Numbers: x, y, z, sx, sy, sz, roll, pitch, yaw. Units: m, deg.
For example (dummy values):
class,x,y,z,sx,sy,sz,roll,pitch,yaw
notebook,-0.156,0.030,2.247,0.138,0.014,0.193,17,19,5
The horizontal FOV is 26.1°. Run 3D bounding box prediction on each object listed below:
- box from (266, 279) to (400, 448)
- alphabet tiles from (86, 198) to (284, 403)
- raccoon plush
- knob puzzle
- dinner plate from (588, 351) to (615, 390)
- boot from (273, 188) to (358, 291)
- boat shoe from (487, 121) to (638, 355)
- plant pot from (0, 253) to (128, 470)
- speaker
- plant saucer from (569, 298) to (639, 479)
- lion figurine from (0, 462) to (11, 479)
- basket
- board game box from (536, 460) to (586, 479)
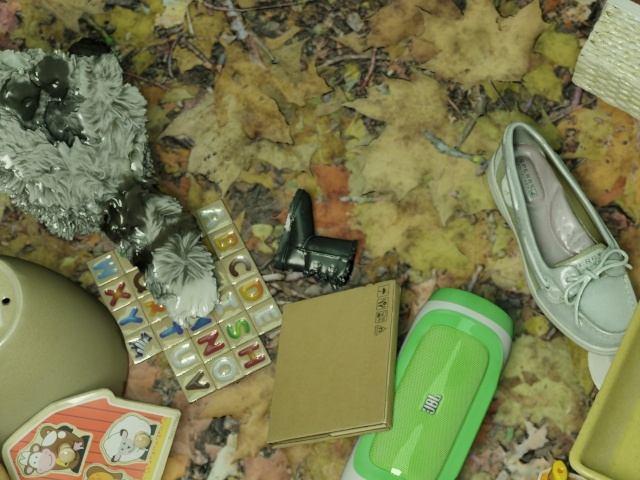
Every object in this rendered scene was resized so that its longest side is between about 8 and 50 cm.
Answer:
class,x,y,z,sx,sy,sz,roll,pitch,yaw
box,0.017,0.151,1.694,0.164,0.021,0.201,-14,51,27
alphabet tiles,-0.168,0.084,1.794,0.198,0.009,0.237,-26,70,-8
raccoon plush,-0.340,-0.069,1.803,0.216,0.299,0.446,-27,100,-24
knob puzzle,-0.277,0.262,1.622,0.213,0.213,0.030,-21,27,-6
dinner plate,0.410,0.151,1.747,0.141,0.017,0.141,-1,67,2
boot,0.000,0.000,1.803,0.099,0.045,0.121,13,77,9
boat shoe,0.311,-0.003,1.762,0.118,0.103,0.320,-21,69,-6
plant pot,-0.380,0.119,1.640,0.256,0.274,0.256,-1,68,3
speaker,0.129,0.210,1.673,0.131,0.131,0.296,23,71,10
plant saucer,0.489,0.227,1.618,0.333,0.081,0.332,24,52,14
lion figurine,-0.362,0.335,1.550,0.240,0.392,0.142,-12,42,29
basket,0.429,-0.232,1.847,0.167,0.113,0.103,32,77,13
board game box,0.378,0.474,1.519,0.390,0.050,0.390,19,59,10
